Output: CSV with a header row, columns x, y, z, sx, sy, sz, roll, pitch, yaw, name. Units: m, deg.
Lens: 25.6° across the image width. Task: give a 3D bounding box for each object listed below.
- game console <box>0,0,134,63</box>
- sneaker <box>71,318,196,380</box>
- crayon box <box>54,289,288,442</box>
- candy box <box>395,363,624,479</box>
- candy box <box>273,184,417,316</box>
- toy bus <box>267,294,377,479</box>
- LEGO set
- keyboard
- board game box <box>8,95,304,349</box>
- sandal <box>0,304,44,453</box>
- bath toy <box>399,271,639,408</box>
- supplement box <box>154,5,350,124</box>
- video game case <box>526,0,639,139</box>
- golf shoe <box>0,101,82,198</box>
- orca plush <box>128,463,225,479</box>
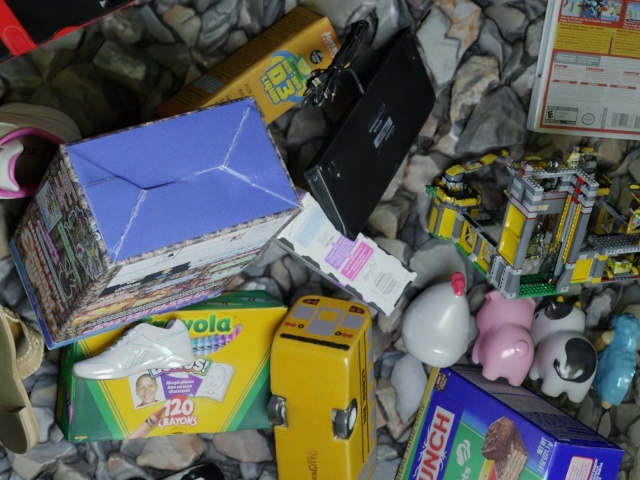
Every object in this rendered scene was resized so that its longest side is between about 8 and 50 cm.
x,y,z,sx,sy,sz,roll,pitch,yaw,name
-0.404,-0.346,1.421,0.342,0.060,0.386,-22,121,18,game console
-0.225,0.130,1.668,0.152,0.053,0.061,-11,94,-25,sneaker
-0.186,0.154,1.763,0.278,0.081,0.165,-1,105,-25,crayon box
0.233,0.338,1.887,0.122,0.317,0.268,13,98,-27,candy box
0.000,0.000,1.761,0.196,0.165,0.070,36,87,-30,candy box
0.007,0.244,1.823,0.130,0.108,0.333,-59,152,-50,toy bus
0.316,-0.066,1.847,0.331,0.255,0.192,0,122,-18,LEGO set
0.052,-0.163,1.718,0.317,0.033,0.201,-59,134,-44,keyboard
-0.192,-0.015,1.565,0.232,0.291,0.141,-18,77,-29,board game box
-0.368,0.137,1.689,0.079,0.088,0.240,-40,131,-46,sandal
0.276,0.125,1.949,0.348,0.151,0.129,14,108,-21,bath toy
-0.081,-0.189,1.717,0.233,0.080,0.078,-39,120,-14,supplement box
0.398,-0.285,1.952,0.204,0.025,0.285,2,104,-26,video game case
-0.401,-0.102,1.553,0.306,0.140,0.115,-2,107,-24,golf shoe
-0.233,0.396,1.800,0.287,0.102,0.151,-22,113,-19,orca plush
